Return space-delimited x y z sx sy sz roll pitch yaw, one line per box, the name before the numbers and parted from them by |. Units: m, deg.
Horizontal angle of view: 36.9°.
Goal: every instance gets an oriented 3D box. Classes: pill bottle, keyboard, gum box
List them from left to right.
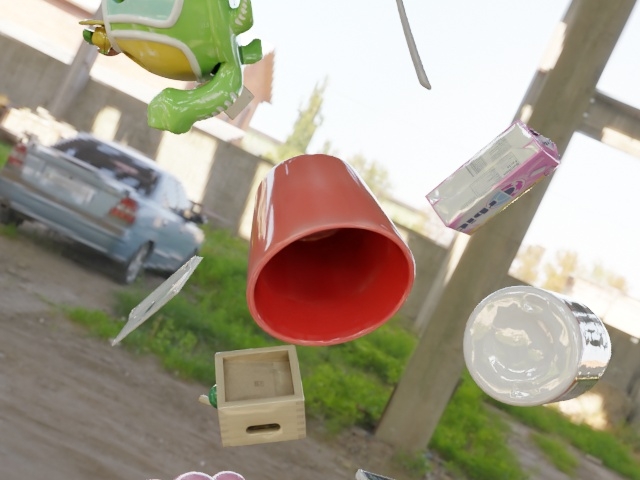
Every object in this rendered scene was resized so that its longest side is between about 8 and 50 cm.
keyboard | -0.243 0.093 1.403 0.014 0.072 0.256 35 -36 -14
gum box | 0.259 -0.093 1.418 0.062 0.188 0.107 58 19 22
pill bottle | 0.322 0.154 1.381 0.161 0.161 0.283 25 5 27

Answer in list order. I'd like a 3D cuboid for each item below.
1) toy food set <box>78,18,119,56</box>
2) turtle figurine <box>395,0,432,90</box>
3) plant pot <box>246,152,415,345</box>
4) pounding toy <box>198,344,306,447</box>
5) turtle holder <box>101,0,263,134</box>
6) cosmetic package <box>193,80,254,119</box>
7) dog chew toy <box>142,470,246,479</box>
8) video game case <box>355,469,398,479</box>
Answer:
toy food set | -0.407 -0.402 1.915 0.128 0.071 0.218 1 12 0
turtle figurine | 0.106 -0.336 0.897 0.266 0.275 0.198 31 -12 -18
plant pot | 0.000 0.000 1.611 0.275 0.275 0.243 25 31 -29
pounding toy | -0.096 0.213 1.287 0.141 0.100 0.130 -6 34 -5
turtle holder | -0.212 -0.339 1.495 0.227 0.320 0.243 -7 16 0
cosmetic package | -0.170 -0.264 1.686 0.041 0.060 0.115 43 -1 -43
dog chew toy | -0.293 0.604 2.109 0.332 0.206 0.206 -12 23 -33
video game case | 0.186 0.524 1.878 0.201 0.023 0.183 22 8 -25
